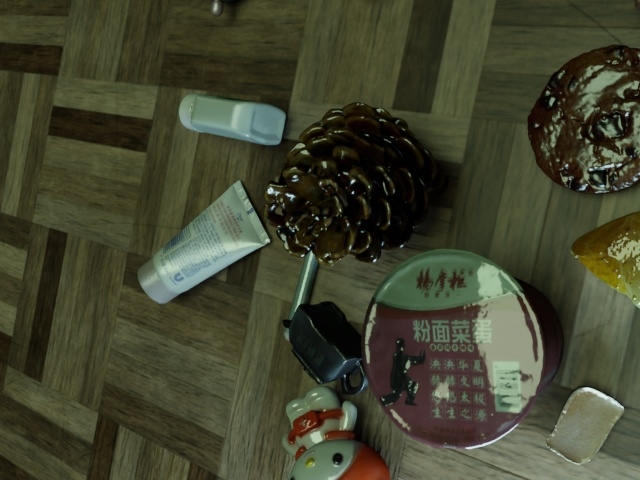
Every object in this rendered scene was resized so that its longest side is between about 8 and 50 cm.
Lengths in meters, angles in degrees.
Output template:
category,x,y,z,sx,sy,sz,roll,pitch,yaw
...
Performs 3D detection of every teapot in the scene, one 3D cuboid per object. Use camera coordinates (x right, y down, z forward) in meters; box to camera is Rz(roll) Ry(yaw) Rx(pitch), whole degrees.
category,x,y,z,sx,sy,sz,roll,pitch,yaw
teapot,0.005,0.170,1.080,0.177,0.087,0.096,45,115,28

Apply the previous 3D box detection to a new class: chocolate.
category,x,y,z,sx,sy,sz,roll,pitch,yaw
chocolate,0.330,0.228,0.884,0.064,0.031,0.100,26,105,15

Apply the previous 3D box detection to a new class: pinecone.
category,x,y,z,sx,sy,sz,roll,pitch,yaw
pinecone,0.047,-0.071,0.981,0.224,0.272,0.224,10,120,17

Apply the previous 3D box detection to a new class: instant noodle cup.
category,x,y,z,sx,sy,sz,roll,pitch,yaw
instant noodle cup,0.193,0.131,0.896,0.235,0.178,0.234,-3,85,34

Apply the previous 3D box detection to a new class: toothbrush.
category,x,y,z,sx,sy,sz,roll,pitch,yaw
toothbrush,-0.002,-0.001,1.134,0.030,0.025,0.342,21,98,31

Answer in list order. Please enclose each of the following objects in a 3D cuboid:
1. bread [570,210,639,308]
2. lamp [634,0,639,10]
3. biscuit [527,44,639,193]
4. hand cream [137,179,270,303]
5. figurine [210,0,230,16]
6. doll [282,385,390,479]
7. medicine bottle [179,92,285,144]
category,x,y,z,sx,sy,sz,roll,pitch,yaw
bread,0.398,0.011,0.843,0.154,0.054,0.136,46,108,25
lamp,0.449,-0.346,0.772,0.223,0.151,0.215,-24,111,15
biscuit,0.354,-0.152,0.888,0.192,0.049,0.192,-7,78,35
hand cream,-0.210,0.011,1.253,0.248,0.083,0.133,-33,69,16
figurine,-0.111,-0.500,1.217,0.260,0.103,0.205,-40,102,24
doll,0.027,0.357,1.020,0.161,0.130,0.290,-31,54,15
medicine bottle,-0.156,-0.208,1.197,0.183,0.119,0.069,14,98,36
